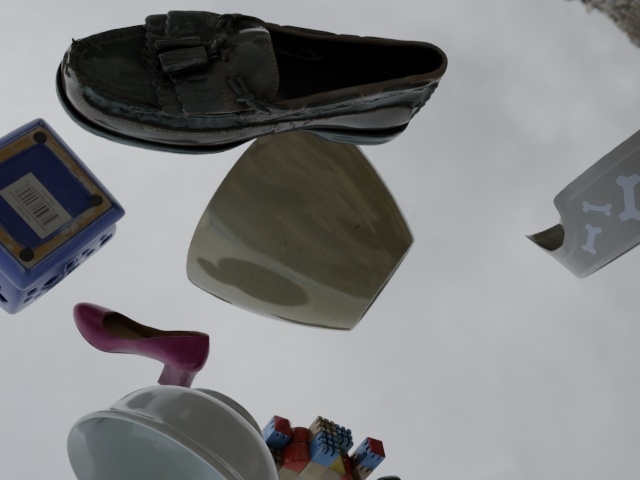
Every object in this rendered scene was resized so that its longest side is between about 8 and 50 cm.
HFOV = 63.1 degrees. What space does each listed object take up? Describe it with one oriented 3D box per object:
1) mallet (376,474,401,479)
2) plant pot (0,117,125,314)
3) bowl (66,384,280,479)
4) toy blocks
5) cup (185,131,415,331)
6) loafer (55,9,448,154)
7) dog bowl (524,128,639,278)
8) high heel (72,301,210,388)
[{"bbox_3d":[0.196,0.579,1.107,0.190,0.039,0.062,41,-163,35],"label":"mallet"},{"bbox_3d":[-0.482,-0.045,0.860,0.236,0.212,0.236,52,-124,-13],"label":"plant pot"},{"bbox_3d":[-0.166,0.292,0.686,0.298,0.298,0.134,40,-142,-2],"label":"bowl"},{"bbox_3d":[-0.020,0.544,1.253,0.381,0.261,0.191,29,-160,-18],"label":"toy blocks"},{"bbox_3d":[0.000,0.000,0.788,0.237,0.331,0.331,34,-139,10],"label":"cup"},{"bbox_3d":[-0.030,-0.118,0.354,0.267,0.084,0.096,-7,-105,-32],"label":"loafer"},{"bbox_3d":[0.457,-0.072,0.709,0.349,0.349,0.102,-13,-116,-42],"label":"dog bowl"},{"bbox_3d":[-0.437,0.210,1.282,0.377,0.181,0.127,29,-160,7],"label":"high heel"}]
